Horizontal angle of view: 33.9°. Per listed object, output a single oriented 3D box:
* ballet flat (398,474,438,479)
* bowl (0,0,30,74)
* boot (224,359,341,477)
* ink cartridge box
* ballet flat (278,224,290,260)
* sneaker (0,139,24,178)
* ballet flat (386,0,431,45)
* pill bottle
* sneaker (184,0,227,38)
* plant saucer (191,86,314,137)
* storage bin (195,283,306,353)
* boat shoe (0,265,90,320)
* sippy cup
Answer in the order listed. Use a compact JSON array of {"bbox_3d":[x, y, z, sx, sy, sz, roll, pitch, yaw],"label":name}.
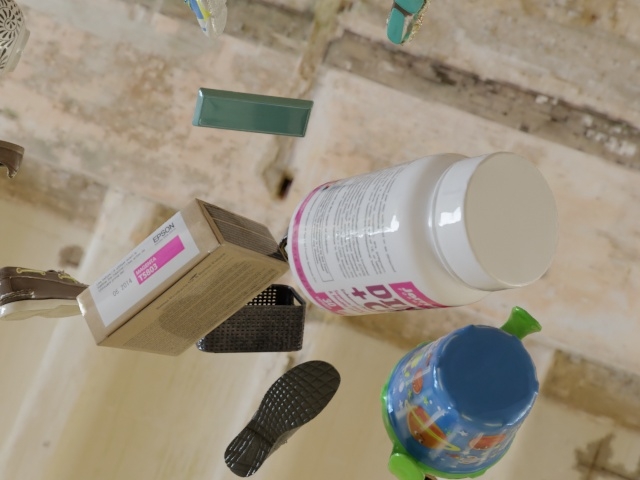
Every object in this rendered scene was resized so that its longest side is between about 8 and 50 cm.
[{"bbox_3d":[0.239,0.507,1.988,0.232,0.080,0.073,27,176,34],"label":"ballet flat"},{"bbox_3d":[-0.525,-0.324,1.714,0.080,0.170,0.170,23,177,-21],"label":"bowl"},{"bbox_3d":[-0.054,0.270,1.704,0.083,0.246,0.161,45,-167,5],"label":"boot"},{"bbox_3d":[-0.189,0.059,1.471,0.193,0.234,0.088,24,-148,-60],"label":"ink cartridge box"},{"bbox_3d":[0.000,0.000,1.608,0.074,0.074,0.203,22,161,-32],"label":"ballet flat"},{"bbox_3d":[-0.692,-0.173,2.111,0.188,0.071,0.066,10,172,9],"label":"sneaker"},{"bbox_3d":[0.200,-0.516,2.281,0.091,0.077,0.241,46,157,7],"label":"ballet flat"},{"bbox_3d":[0.103,-0.005,1.124,0.160,0.161,0.283,22,161,-32],"label":"pill bottle"},{"bbox_3d":[-0.272,-0.532,2.165,0.126,0.240,0.091,-4,-167,23],"label":"sneaker"},{"bbox_3d":[-0.105,-0.200,1.671,0.192,0.067,0.018,4,-149,-21],"label":"plant saucer"},{"bbox_3d":[-0.124,0.129,1.764,0.180,0.084,0.122,2,-166,-18],"label":"storage bin"},{"bbox_3d":[-0.546,0.105,2.139,0.116,0.097,0.324,-19,171,19],"label":"boat shoe"},{"bbox_3d":[0.232,0.241,1.661,0.239,0.306,0.224,8,155,-8],"label":"sippy cup"}]
